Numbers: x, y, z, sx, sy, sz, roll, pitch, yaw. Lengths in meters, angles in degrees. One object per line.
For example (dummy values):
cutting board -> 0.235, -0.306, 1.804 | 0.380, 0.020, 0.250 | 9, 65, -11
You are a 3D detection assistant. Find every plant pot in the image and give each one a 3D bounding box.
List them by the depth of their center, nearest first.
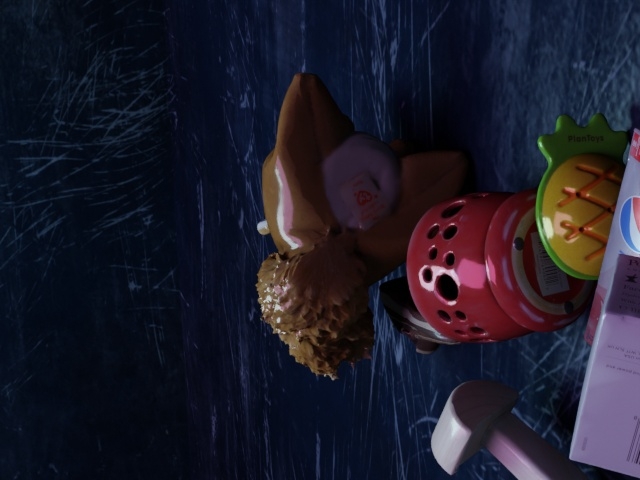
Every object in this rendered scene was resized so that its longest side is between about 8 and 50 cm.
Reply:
plant pot -> 0.230, 0.029, 1.205 | 0.174, 0.191, 0.191 | -11, 90, 57

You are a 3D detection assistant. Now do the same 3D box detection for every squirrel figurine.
squirrel figurine -> 0.000, 0.000, 1.509 | 0.370, 0.281, 0.397 | 149, 139, -73

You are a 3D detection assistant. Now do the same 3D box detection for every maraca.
maraca -> 0.297, -0.049, 1.090 | 0.099, 0.127, 0.185 | 159, 107, -76

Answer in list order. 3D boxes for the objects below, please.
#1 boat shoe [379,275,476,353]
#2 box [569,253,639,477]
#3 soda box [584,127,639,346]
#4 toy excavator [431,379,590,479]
boat shoe -> 0.171, 0.126, 1.502 | 0.257, 0.095, 0.095 | -144, 42, -71
box -> 0.349, 0.132, 0.944 | 0.119, 0.181, 0.181 | -53, -28, -56
soda box -> 0.356, 0.012, 1.017 | 0.083, 0.092, 0.263 | -128, 35, -50
toy excavator -> 0.308, 0.383, 1.122 | 0.445, 0.433, 0.222 | -57, -13, -59
